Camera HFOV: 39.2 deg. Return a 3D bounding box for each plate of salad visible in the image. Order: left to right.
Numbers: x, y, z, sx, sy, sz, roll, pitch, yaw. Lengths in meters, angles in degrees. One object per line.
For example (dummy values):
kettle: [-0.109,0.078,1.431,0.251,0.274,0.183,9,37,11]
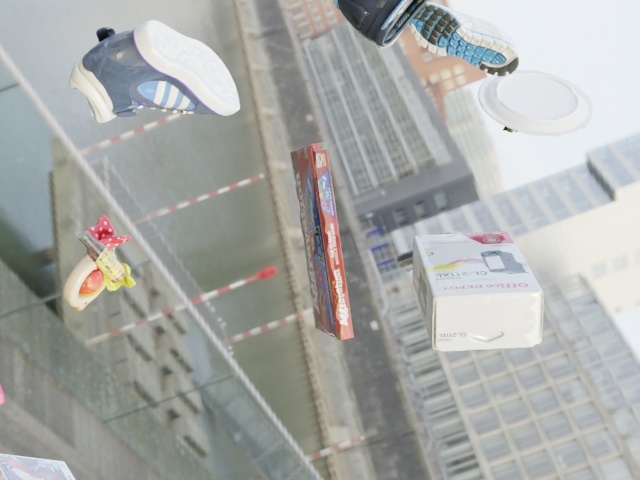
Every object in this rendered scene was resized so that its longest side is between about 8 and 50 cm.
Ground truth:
plate of salad: [0.371,-0.233,1.559,0.048,0.200,0.199,95,-15,-44]

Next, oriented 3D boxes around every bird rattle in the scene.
bird rattle: [-0.541,0.075,2.192,0.143,0.207,0.253,36,-23,3]

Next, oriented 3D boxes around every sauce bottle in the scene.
sauce bottle: [-0.456,0.033,1.871,0.128,0.042,0.042,54,12,-32]

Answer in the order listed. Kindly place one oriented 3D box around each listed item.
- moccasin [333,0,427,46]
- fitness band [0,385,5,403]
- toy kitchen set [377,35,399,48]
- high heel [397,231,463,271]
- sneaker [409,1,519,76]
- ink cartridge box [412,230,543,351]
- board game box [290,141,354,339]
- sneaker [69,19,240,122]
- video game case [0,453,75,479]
moccasin: [0.176,-0.349,1.035,0.116,0.342,0.138,57,17,13]
fitness band: [-0.748,0.336,1.732,0.209,0.291,0.054,-19,91,-67]
toy kitchen set: [0.193,-0.516,1.840,0.122,0.166,0.207,59,-32,10]
high heel: [0.312,0.054,1.847,0.261,0.186,0.093,19,64,-33]
sneaker: [0.225,-0.327,1.419,0.071,0.191,0.083,-58,-171,41]
ink cartridge box: [0.186,0.057,1.090,0.175,0.128,0.072,-96,-176,-67]
board game box: [0.000,0.000,1.340,0.145,0.027,0.281,-174,-105,-77]
sneaker: [-0.333,-0.297,1.755,0.323,0.236,0.130,26,47,-58]
video game case: [-0.579,0.522,1.887,0.183,0.023,0.201,42,8,36]
